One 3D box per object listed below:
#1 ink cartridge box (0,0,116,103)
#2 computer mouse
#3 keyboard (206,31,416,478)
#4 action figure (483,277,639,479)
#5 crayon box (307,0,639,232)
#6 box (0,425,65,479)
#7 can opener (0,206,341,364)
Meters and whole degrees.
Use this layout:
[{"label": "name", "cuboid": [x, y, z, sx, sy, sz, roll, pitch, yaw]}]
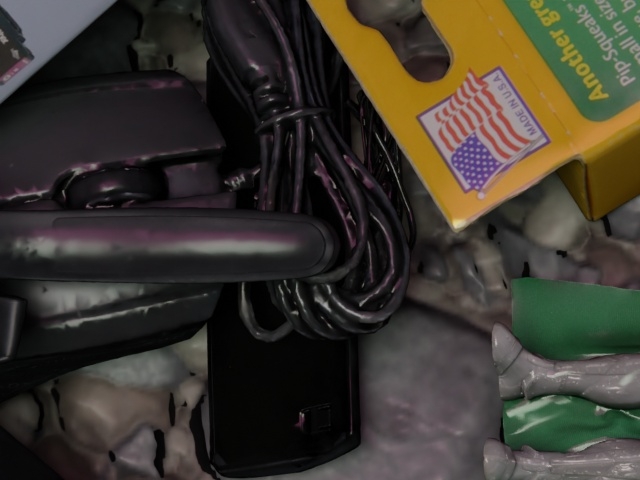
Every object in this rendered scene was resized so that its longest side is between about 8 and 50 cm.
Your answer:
[{"label": "ink cartridge box", "cuboid": [-0.118, -0.151, 0.671, 0.311, 0.065, 0.186, -39, 38, 3]}, {"label": "computer mouse", "cuboid": [-0.114, -0.014, 0.661, 0.272, 0.072, 0.189, -22, 67, 14]}, {"label": "keyboard", "cuboid": [0.000, 0.000, 0.680, 0.100, 0.038, 0.192, -12, 71, 33]}, {"label": "action figure", "cuboid": [0.176, 0.062, 0.584, 0.232, 0.063, 0.137, -2, 61, 15]}, {"label": "crayon box", "cuboid": [0.145, -0.154, 0.661, 0.323, 0.083, 0.203, -31, 69, 1]}, {"label": "box", "cuboid": [-0.176, 0.148, 0.595, 0.261, 0.103, 0.184, 36, 109, 19]}, {"label": "can opener", "cuboid": [-0.085, 0.005, 0.593, 0.186, 0.059, 0.073, -5, 98, -1]}]
